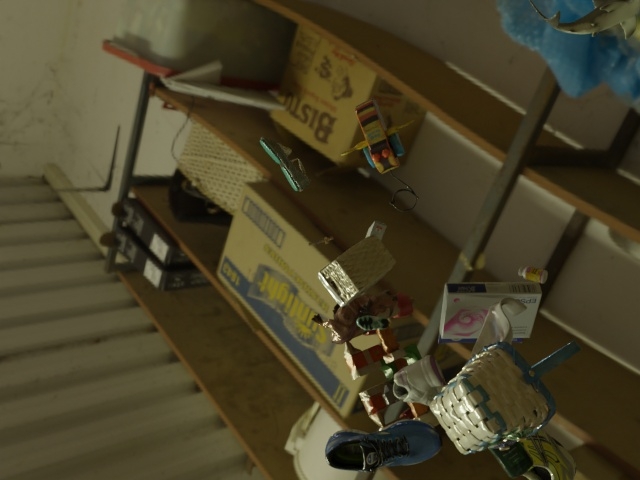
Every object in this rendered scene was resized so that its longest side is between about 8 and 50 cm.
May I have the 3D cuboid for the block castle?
[{"bbox_3d":[0.273,0.433,2.277,0.213,0.303,0.453,-16,-105,-33],"label":"block castle"}]

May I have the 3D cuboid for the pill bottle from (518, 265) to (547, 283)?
[{"bbox_3d":[0.678,0.107,2.131,0.083,0.043,0.043,15,-161,35],"label":"pill bottle"}]

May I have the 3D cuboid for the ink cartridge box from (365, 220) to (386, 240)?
[{"bbox_3d":[0.139,0.040,1.948,0.045,0.179,0.145,18,172,0],"label":"ink cartridge box"}]

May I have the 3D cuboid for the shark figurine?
[{"bbox_3d":[0.643,-0.547,1.583,0.278,0.166,0.116,-16,-123,8],"label":"shark figurine"}]

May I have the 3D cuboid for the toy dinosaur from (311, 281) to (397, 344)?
[{"bbox_3d":[0.096,0.253,2.115,0.127,0.296,0.200,-2,-142,-47],"label":"toy dinosaur"}]

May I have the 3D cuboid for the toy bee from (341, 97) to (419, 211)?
[{"bbox_3d":[0.165,-0.240,1.693,0.298,0.195,0.162,48,-171,15],"label":"toy bee"}]

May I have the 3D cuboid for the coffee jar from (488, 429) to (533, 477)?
[{"bbox_3d":[0.464,0.513,1.725,0.184,0.079,0.096,54,-177,3],"label":"coffee jar"}]

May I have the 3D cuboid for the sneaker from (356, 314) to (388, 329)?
[{"bbox_3d":[0.120,0.212,1.726,0.098,0.038,0.069,12,173,-33],"label":"sneaker"}]

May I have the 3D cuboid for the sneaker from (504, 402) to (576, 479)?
[{"bbox_3d":[0.614,0.609,2.020,0.384,0.145,0.147,44,-142,8],"label":"sneaker"}]

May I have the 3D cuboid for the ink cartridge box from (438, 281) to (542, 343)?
[{"bbox_3d":[0.598,0.282,2.391,0.324,0.330,0.071,-1,-140,2],"label":"ink cartridge box"}]

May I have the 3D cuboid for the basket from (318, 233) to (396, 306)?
[{"bbox_3d":[0.097,0.073,1.711,0.167,0.103,0.113,-33,-97,-34],"label":"basket"}]

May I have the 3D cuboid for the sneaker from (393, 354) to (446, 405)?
[{"bbox_3d":[0.295,0.429,1.982,0.152,0.305,0.114,-21,-125,7],"label":"sneaker"}]

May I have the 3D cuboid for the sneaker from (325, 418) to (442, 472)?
[{"bbox_3d":[0.168,0.575,1.812,0.330,0.130,0.147,-13,180,12],"label":"sneaker"}]

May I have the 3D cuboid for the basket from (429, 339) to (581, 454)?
[{"bbox_3d":[0.399,0.324,1.432,0.289,0.255,0.201,-29,-110,-27],"label":"basket"}]

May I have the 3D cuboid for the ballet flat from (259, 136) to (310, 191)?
[{"bbox_3d":[-0.106,-0.251,2.091,0.213,0.068,0.072,54,168,-19],"label":"ballet flat"}]

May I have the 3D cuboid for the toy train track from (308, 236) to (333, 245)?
[{"bbox_3d":[0.000,0.000,2.169,0.083,0.048,0.014,-17,-117,-2],"label":"toy train track"}]

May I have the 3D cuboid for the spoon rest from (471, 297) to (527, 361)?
[{"bbox_3d":[0.495,0.242,1.860,0.084,0.137,0.276,48,-140,0],"label":"spoon rest"}]
